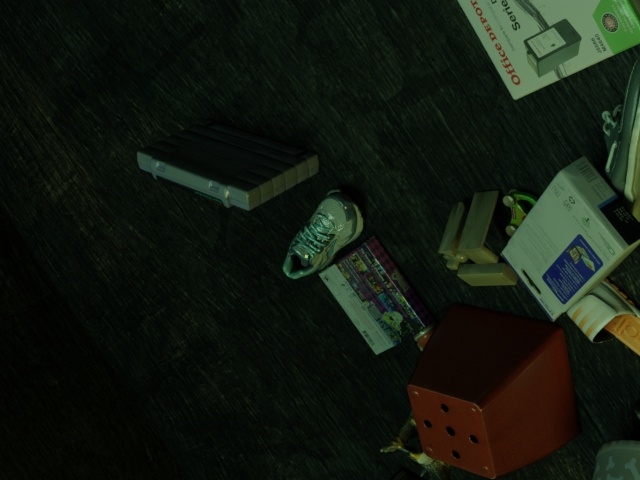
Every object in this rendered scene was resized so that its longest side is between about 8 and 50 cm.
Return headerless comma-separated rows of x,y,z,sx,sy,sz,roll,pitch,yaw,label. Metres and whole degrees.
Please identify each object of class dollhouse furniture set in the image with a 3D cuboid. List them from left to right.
0.314,-0.001,2.016,0.151,0.123,0.144,33,157,-34,dollhouse furniture set

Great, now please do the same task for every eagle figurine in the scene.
0.274,0.490,2.279,0.298,0.225,0.226,32,128,38,eagle figurine

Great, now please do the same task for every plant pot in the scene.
0.324,0.315,2.079,0.267,0.235,0.267,11,126,44,plant pot

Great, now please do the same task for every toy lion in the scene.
0.385,-0.040,1.907,0.096,0.034,0.100,10,125,35,toy lion

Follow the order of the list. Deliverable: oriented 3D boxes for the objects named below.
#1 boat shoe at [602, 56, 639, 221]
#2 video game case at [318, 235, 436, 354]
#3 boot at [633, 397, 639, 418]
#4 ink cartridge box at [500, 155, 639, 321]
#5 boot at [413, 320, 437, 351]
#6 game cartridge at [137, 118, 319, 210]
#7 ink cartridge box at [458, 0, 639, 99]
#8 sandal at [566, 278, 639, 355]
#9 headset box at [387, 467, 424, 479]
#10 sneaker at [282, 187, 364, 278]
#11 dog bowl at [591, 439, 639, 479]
0.475,-0.157,1.642,0.099,0.116,0.320,27,142,31,boat shoe
0.121,0.126,2.317,0.232,0.042,0.210,54,144,1,video game case
0.685,0.363,1.851,0.236,0.085,0.179,3,124,47,boot
0.419,0.006,1.776,0.165,0.065,0.333,54,159,14,ink cartridge box
0.243,0.223,2.200,0.085,0.059,0.158,54,178,24,boot
-0.208,-0.168,2.294,0.355,0.230,0.068,21,133,37,game cartridge
0.370,-0.359,1.595,0.273,0.114,0.198,-22,101,53,ink cartridge box
0.522,0.151,1.862,0.265,0.076,0.102,38,141,22,sandal
0.273,0.735,2.556,0.283,0.131,0.246,25,135,33,headset box
0.000,0.000,2.285,0.110,0.122,0.283,45,143,12,sneaker
0.643,0.500,1.886,0.348,0.102,0.349,27,153,15,dog bowl
